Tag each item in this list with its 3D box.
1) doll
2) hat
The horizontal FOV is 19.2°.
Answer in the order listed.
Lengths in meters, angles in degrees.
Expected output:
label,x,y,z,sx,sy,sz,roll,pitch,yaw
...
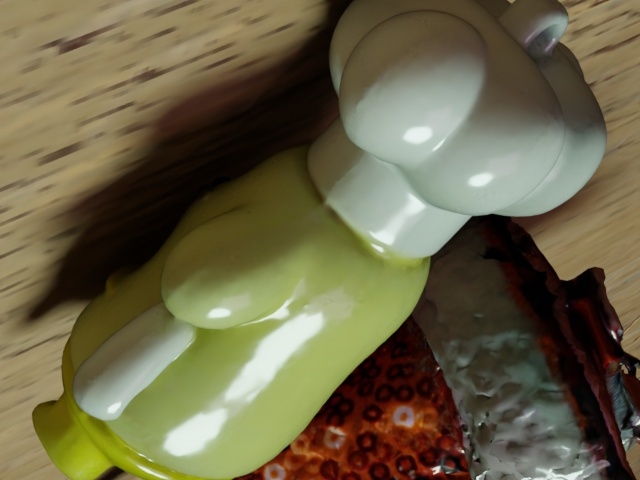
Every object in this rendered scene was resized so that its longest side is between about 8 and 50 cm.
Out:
label,x,y,z,sx,sy,sz,roll,pitch,yaw
doll,0.000,0.000,0.452,0.162,0.062,0.106,-43,165,22
hat,0.003,0.080,0.615,0.227,0.129,0.140,-23,176,1
